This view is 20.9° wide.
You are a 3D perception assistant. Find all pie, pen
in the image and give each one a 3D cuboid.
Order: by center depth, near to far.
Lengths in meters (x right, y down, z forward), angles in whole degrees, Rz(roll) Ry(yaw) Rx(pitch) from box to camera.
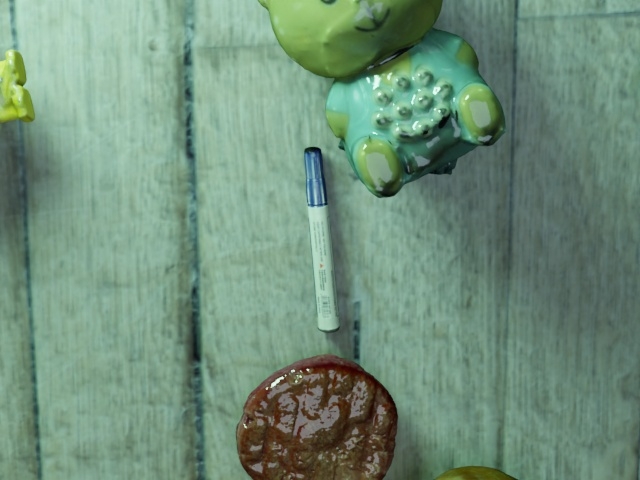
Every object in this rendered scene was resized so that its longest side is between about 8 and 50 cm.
[{"bbox_3d":[0.000,0.000,1.847,0.025,0.025,0.204,-9,108,-9],"label":"pen"},{"bbox_3d":[-0.003,0.211,1.900,0.182,0.049,0.182,-3,107,-9],"label":"pie"}]

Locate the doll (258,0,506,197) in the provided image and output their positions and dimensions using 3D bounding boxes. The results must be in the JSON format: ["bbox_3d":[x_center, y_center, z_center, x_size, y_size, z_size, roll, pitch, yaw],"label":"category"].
[{"bbox_3d":[0.060,-0.193,1.714,0.177,0.161,0.260,-28,101,4],"label":"doll"}]

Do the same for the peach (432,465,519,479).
[{"bbox_3d":[0.153,0.359,1.912,0.235,0.214,0.214,-7,109,8],"label":"peach"}]

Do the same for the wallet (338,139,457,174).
[{"bbox_3d":[0.090,-0.120,1.826,0.129,0.026,0.088,12,104,-15],"label":"wallet"}]

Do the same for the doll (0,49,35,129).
[{"bbox_3d":[-0.402,-0.123,1.683,0.241,0.099,0.135,-12,114,-10],"label":"doll"}]
